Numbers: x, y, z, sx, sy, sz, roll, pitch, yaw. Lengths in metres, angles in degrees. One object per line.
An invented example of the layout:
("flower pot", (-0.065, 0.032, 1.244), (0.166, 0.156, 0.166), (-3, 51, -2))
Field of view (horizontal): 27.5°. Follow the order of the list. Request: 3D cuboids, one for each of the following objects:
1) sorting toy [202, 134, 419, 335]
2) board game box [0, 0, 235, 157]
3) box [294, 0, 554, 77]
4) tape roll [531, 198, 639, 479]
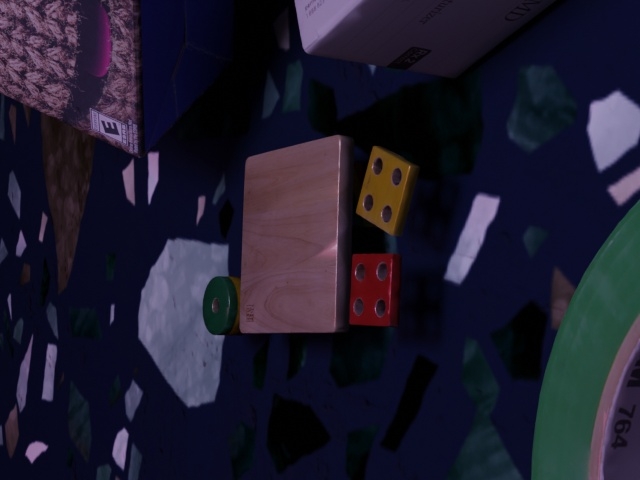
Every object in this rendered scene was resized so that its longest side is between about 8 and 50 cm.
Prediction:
("sorting toy", (0.000, 0.000, 0.921), (0.274, 0.046, 0.132), (-8, 79, 58))
("board game box", (-0.222, -0.239, 1.019), (0.291, 0.141, 0.232), (25, 141, 16))
("box", (0.070, -0.219, 0.767), (0.181, 0.119, 0.181), (-36, 57, 51))
("tape roll", (0.218, 0.110, 0.527), (0.321, 0.077, 0.321), (-12, 75, 57))
